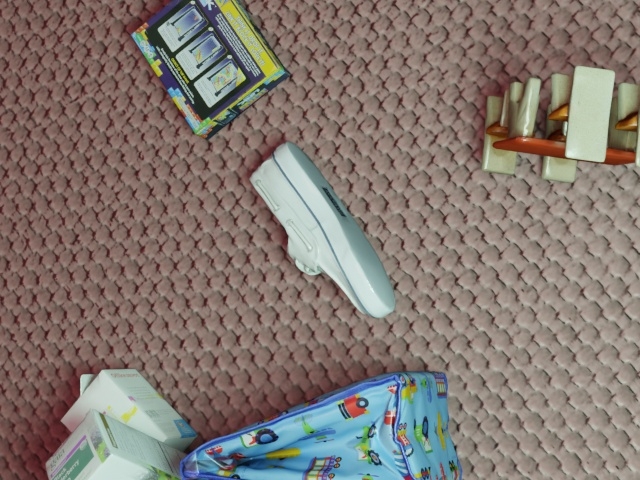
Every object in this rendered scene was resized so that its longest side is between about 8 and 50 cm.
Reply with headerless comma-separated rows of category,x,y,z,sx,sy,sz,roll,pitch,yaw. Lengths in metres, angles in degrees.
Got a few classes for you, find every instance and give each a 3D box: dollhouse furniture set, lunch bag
dollhouse furniture set,0.320,-0.091,1.393,0.259,0.262,0.135,6,89,-12
lunch bag,-0.009,0.238,1.475,0.293,0.221,0.138,-11,81,18

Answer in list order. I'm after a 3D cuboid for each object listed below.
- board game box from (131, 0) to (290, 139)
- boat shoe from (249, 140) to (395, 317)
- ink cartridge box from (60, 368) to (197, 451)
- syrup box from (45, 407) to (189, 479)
board game box,-0.143,-0.240,1.660,0.141,0.048,0.170,-36,74,10
boat shoe,0.000,0.000,1.573,0.084,0.095,0.258,-39,64,16
ink cartridge box,-0.248,0.231,1.626,0.143,0.092,0.090,43,99,19
syrup box,-0.201,0.300,1.524,0.093,0.237,0.096,-50,38,8
